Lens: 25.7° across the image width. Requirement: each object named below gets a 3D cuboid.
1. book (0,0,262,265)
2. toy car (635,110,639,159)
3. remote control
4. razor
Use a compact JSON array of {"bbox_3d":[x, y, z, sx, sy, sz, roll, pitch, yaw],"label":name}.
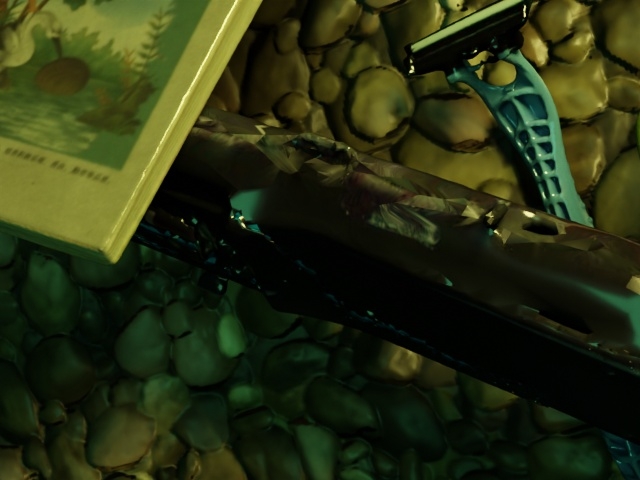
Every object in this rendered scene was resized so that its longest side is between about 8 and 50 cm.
[{"bbox_3d":[-0.117,-0.134,0.703,0.215,0.025,0.282,15,71,30],"label":"book"},{"bbox_3d":[0.265,-0.058,0.544,0.235,0.145,0.235,11,111,32],"label":"toy car"},{"bbox_3d":[0.000,0.000,0.670,0.399,0.144,0.062,19,67,30],"label":"remote control"},{"bbox_3d":[0.124,0.004,0.692,0.082,0.042,0.253,-24,87,42],"label":"razor"}]
